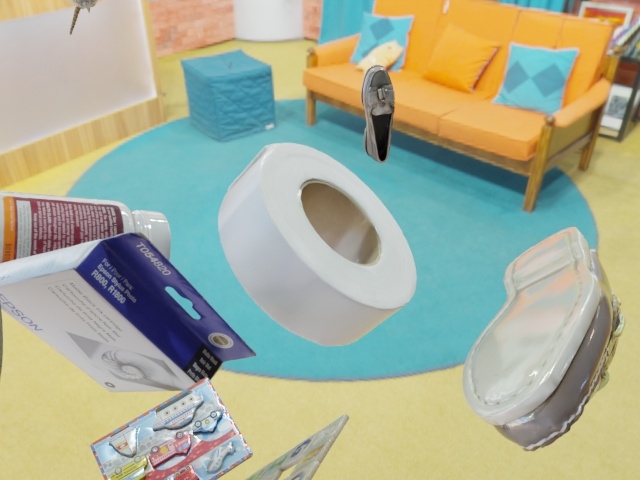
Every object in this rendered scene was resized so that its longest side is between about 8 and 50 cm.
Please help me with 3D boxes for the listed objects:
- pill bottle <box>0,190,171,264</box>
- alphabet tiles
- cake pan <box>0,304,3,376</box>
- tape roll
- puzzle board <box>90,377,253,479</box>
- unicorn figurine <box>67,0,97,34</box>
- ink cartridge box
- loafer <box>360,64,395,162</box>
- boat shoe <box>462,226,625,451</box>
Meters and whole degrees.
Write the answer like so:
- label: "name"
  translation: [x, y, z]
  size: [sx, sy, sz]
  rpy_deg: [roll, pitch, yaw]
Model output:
- label: "pill bottle"
  translation: [-0.576, 0.010, 1.378]
  size: [0.392, 0.224, 0.224]
  rpy_deg: [4, 27, -35]
- label: "alphabet tiles"
  translation: [-0.082, 0.265, 0.530]
  size: [0.009, 0.198, 0.237]
  rpy_deg: [51, 26, 3]
- label: "cake pan"
  translation: [-0.353, 0.065, 0.476]
  size: [0.293, 0.293, 0.054]
  rpy_deg: [24, 15, 30]
- label: "tape roll"
  translation: [0.000, 0.000, 0.812]
  size: [0.286, 0.100, 0.286]
  rpy_deg: [31, 35, -25]
- label: "puzzle board"
  translation: [-0.144, 0.201, 0.559]
  size: [0.128, 0.011, 0.096]
  rpy_deg: [-27, 59, -22]
- label: "unicorn figurine"
  translation: [-0.303, -0.339, 0.710]
  size: [0.111, 0.060, 0.162]
  rpy_deg: [37, 38, -17]
- label: "ink cartridge box"
  translation: [-0.221, 0.094, 0.645]
  size: [0.224, 0.223, 0.045]
  rpy_deg: [-12, 41, 29]
- label: "loafer"
  translation: [0.078, -0.160, 0.748]
  size: [0.045, 0.125, 0.039]
  rpy_deg: [-11, 35, -12]
- label: "boat shoe"
  translation: [0.211, 0.084, 0.514]
  size: [0.097, 0.116, 0.324]
  rpy_deg: [55, 30, -1]
